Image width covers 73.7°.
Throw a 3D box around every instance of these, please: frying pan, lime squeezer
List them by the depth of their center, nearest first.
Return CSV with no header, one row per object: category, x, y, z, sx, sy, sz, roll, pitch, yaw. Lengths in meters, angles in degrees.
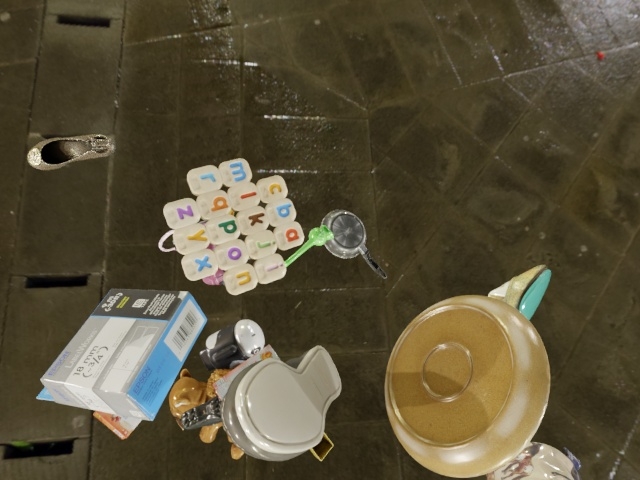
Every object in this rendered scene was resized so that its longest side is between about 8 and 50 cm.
lime squeezer,0.000,0.000,1.345,0.058,0.110,0.310,31,29,17
frying pan,0.122,0.028,1.641,0.197,0.053,0.327,-22,82,-27

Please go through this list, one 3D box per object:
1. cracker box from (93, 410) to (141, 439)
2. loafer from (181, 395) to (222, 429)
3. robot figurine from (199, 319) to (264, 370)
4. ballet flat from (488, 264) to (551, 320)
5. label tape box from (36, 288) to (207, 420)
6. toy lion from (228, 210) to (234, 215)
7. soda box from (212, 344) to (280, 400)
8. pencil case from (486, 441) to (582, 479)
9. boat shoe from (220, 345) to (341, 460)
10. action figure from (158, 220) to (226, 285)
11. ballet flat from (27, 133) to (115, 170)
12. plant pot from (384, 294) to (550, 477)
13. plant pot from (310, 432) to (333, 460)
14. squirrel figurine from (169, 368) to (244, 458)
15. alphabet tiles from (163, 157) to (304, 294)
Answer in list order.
cracker box,-0.758,0.645,1.713,0.156,0.067,0.232,45,44,-8
loafer,-0.322,0.525,1.320,0.223,0.078,0.076,-23,65,11
robot figurine,-0.370,0.451,1.813,0.278,0.174,0.209,-28,35,11
ballet flat,0.447,0.188,1.043,0.123,0.123,0.349,35,70,1
label tape box,-0.450,0.227,0.916,0.333,0.106,0.241,-1,43,22
toy lion,-0.370,-0.108,1.581,0.100,0.034,0.096,26,61,-25
soda box,-0.195,0.365,1.155,0.183,0.063,0.058,-32,61,-18
pencil case,0.356,0.500,0.622,0.183,0.410,0.160,21,115,4
boat shoe,-0.052,0.210,0.549,0.095,0.335,0.112,-32,76,9
action figure,-0.467,0.077,1.866,0.248,0.275,0.370,-43,75,15
ballet flat,-0.680,-0.241,1.149,0.249,0.058,0.084,-6,97,6
plant pot,0.170,0.173,0.557,0.032,0.236,0.237,35,68,-31
plant pot,-0.015,0.835,1.755,0.081,0.083,0.082,-41,106,-30
squirrel figurine,-0.407,0.636,1.747,0.370,0.281,0.397,31,114,-17
alphabet tiles,-0.183,-0.033,0.938,0.277,0.021,0.284,-20,89,-25
